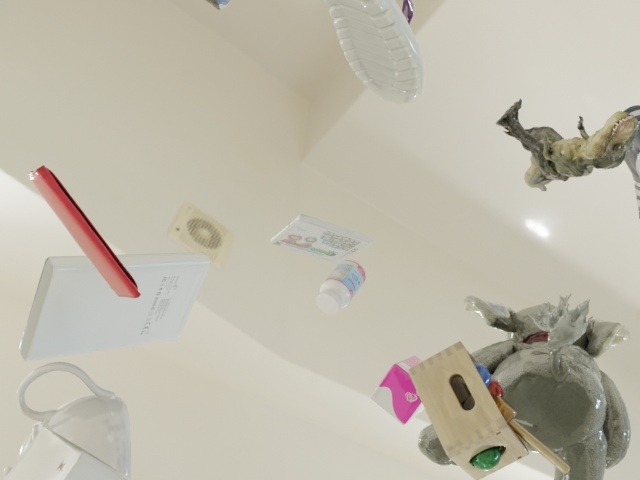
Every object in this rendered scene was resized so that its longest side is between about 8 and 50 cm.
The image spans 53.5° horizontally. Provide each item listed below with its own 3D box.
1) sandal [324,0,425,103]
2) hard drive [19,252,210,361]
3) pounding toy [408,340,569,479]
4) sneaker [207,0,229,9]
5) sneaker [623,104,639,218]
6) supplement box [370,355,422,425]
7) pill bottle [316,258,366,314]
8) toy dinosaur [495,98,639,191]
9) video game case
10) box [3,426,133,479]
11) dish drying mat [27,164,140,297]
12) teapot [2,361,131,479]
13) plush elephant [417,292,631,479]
[{"bbox_3d":[0.091,-0.398,1.055,0.169,0.102,0.416,25,159,41],"label":"sandal"},{"bbox_3d":[-0.365,0.115,1.159,0.308,0.203,0.040,0,-145,-47],"label":"hard drive"},{"bbox_3d":[0.190,0.204,0.720,0.130,0.100,0.141,48,-166,-47],"label":"pounding toy"},{"bbox_3d":[-0.150,-0.527,1.064,0.130,0.147,0.329,32,-128,-31],"label":"sneaker"},{"bbox_3d":[0.584,-0.119,1.124,0.282,0.099,0.153,50,-159,-47],"label":"sneaker"},{"bbox_3d":[0.229,0.382,1.644,0.114,0.111,0.220,38,-170,21],"label":"supplement box"},{"bbox_3d":[0.053,0.124,1.682,0.087,0.087,0.160,44,-137,-2],"label":"pill bottle"},{"bbox_3d":[0.256,-0.108,0.734,0.118,0.064,0.268,44,177,3],"label":"toy dinosaur"},{"bbox_3d":[0.000,0.000,1.242,0.157,0.143,0.019,18,-115,-21],"label":"video game case"},{"bbox_3d":[-0.219,0.400,0.705,0.345,0.168,0.215,45,-118,-24],"label":"box"},{"bbox_3d":[-0.126,-0.003,0.341,0.008,0.032,0.083,-44,-67,-30],"label":"dish drying mat"},{"bbox_3d":[-0.418,0.371,1.046,0.187,0.252,0.256,3,-133,-23],"label":"teapot"},{"bbox_3d":[0.326,0.202,0.955,0.272,0.329,0.255,18,-163,16],"label":"plush elephant"}]
